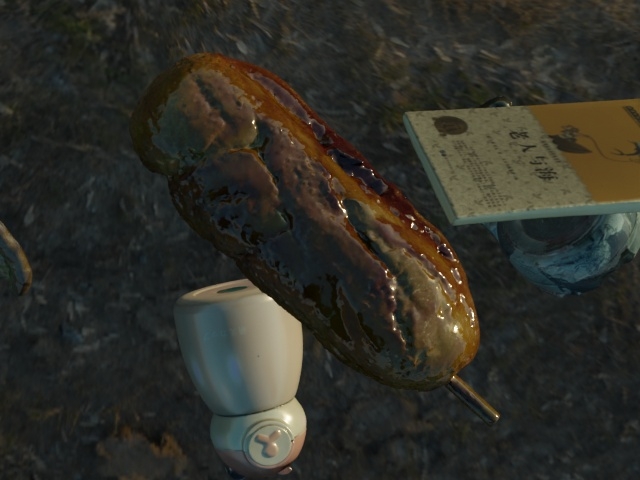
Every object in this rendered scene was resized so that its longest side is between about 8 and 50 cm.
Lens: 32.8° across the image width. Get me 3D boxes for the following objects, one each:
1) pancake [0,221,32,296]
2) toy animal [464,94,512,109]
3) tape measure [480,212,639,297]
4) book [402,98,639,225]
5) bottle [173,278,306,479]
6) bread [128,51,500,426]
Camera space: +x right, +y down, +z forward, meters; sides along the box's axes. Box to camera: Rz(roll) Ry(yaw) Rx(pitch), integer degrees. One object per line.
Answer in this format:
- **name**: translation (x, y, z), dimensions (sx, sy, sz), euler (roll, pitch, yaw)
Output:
- **pancake**: translation (-0.403, 0.010, 1.132), dimensions (0.190, 0.020, 0.184), euler (-16, 131, 25)
- **toy animal**: translation (0.252, -0.187, 1.756), dimensions (0.135, 0.047, 0.065), euler (-23, 106, -1)
- **tape measure**: translation (0.449, -0.035, 1.967), dimensions (0.256, 0.275, 0.147), euler (-46, 132, 7)
- **book**: translation (0.335, -0.119, 1.561), dimensions (0.388, 0.269, 0.032), euler (-5, 129, -12)
- **bottle**: translation (-0.085, 0.171, 1.299), dimensions (0.147, 0.147, 0.237), euler (-11, 95, -6)
- **bread**: translation (0.001, 0.000, 0.758), dimensions (0.344, 0.084, 0.124), euler (45, 101, 9)
